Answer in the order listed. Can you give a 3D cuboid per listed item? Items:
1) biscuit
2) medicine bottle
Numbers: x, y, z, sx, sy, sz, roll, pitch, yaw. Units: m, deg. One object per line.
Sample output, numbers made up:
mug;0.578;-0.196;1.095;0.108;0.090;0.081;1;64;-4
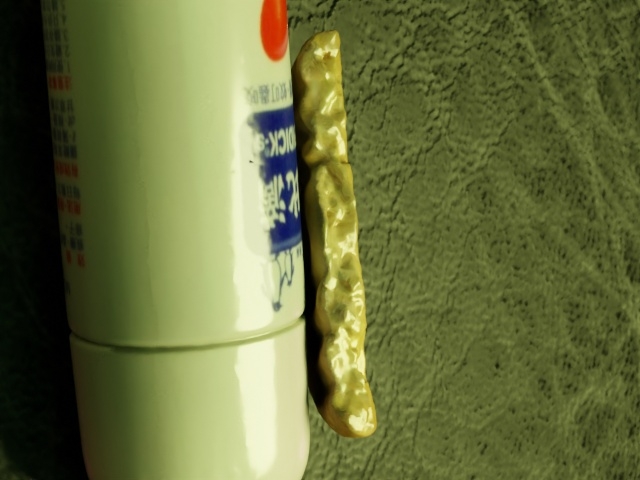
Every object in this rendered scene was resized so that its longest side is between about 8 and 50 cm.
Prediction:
biscuit;-0.001;0.000;0.915;0.033;0.144;0.224;-3;85;-8
medicine bottle;-0.075;-0.007;0.849;0.130;0.130;0.341;-10;101;-39
